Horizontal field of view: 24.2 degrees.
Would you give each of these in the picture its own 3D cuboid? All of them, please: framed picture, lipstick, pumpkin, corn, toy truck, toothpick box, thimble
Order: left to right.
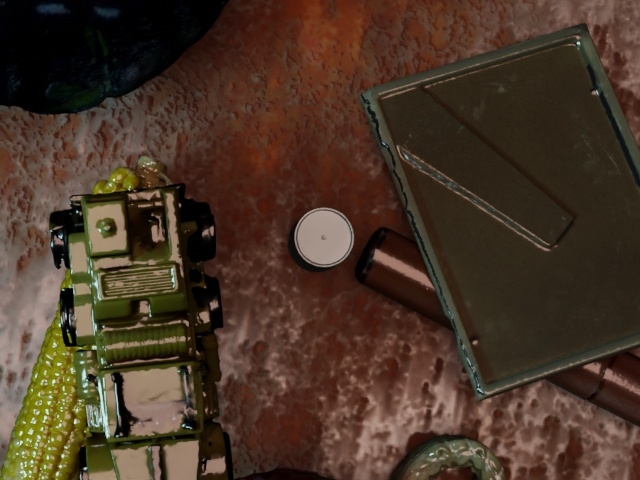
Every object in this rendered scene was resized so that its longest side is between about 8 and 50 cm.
[{"bbox_3d":[-0.220,-0.282,1.170,0.363,0.266,0.363,1,82,-7],"label":"pumpkin"},{"bbox_3d":[-0.187,0.085,1.233,0.097,0.097,0.319,19,87,-3],"label":"corn"},{"bbox_3d":[-0.132,0.088,1.133,0.127,0.127,0.257,-6,93,-8],"label":"toy truck"},{"bbox_3d":[0.000,0.000,1.258,0.052,0.083,0.052,0,87,-5],"label":"toothpick box"},{"bbox_3d":[0.102,0.214,1.264,0.110,0.062,0.084,-31,89,-6],"label":"thimble"},{"bbox_3d":[0.181,-0.031,1.267,0.213,0.016,0.289,-18,72,-8],"label":"framed picture"},{"bbox_3d":[0.196,0.090,1.283,0.357,0.057,0.057,28,85,-2],"label":"lipstick"}]

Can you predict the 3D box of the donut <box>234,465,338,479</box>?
[{"bbox_3d":[0.029,0.350,1.175,0.259,0.136,0.345,-2,87,23],"label":"donut"}]
